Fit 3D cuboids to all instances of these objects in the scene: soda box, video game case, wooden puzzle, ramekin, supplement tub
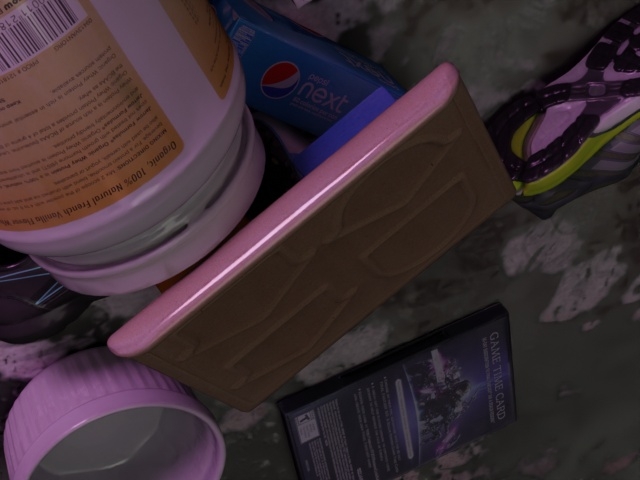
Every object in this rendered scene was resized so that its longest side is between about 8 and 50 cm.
[{"bbox_3d":[-0.021,-0.141,1.159,0.210,0.071,0.067,21,113,-41],"label":"soda box"},{"bbox_3d":[0.095,0.195,1.549,0.274,0.026,0.196,-24,135,-13],"label":"video game case"},{"bbox_3d":[0.000,0.000,1.124,0.322,0.080,0.348,-39,162,3],"label":"wooden puzzle"},{"bbox_3d":[-0.205,0.196,1.312,0.207,0.109,0.207,-17,134,-18],"label":"ramekin"},{"bbox_3d":[-0.189,-0.132,0.938,0.228,0.228,0.316,-33,131,-2],"label":"supplement tub"}]

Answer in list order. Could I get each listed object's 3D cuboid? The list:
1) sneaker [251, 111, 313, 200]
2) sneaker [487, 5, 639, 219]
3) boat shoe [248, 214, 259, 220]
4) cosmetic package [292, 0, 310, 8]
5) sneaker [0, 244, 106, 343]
[{"bbox_3d":[0.004,-0.052,1.252,0.086,0.085,0.237,-54,137,-11],"label":"sneaker"},{"bbox_3d":[0.297,-0.130,1.350,0.300,0.111,0.121,-32,146,5],"label":"sneaker"},{"bbox_3d":[-0.041,0.049,1.311,0.073,0.080,0.223,-25,141,-18],"label":"boat shoe"},{"bbox_3d":[0.054,-0.284,1.064,0.239,0.099,0.060,-33,136,-3],"label":"cosmetic package"},{"bbox_3d":[-0.180,-0.008,1.159,0.267,0.101,0.106,-30,134,-6],"label":"sneaker"}]
